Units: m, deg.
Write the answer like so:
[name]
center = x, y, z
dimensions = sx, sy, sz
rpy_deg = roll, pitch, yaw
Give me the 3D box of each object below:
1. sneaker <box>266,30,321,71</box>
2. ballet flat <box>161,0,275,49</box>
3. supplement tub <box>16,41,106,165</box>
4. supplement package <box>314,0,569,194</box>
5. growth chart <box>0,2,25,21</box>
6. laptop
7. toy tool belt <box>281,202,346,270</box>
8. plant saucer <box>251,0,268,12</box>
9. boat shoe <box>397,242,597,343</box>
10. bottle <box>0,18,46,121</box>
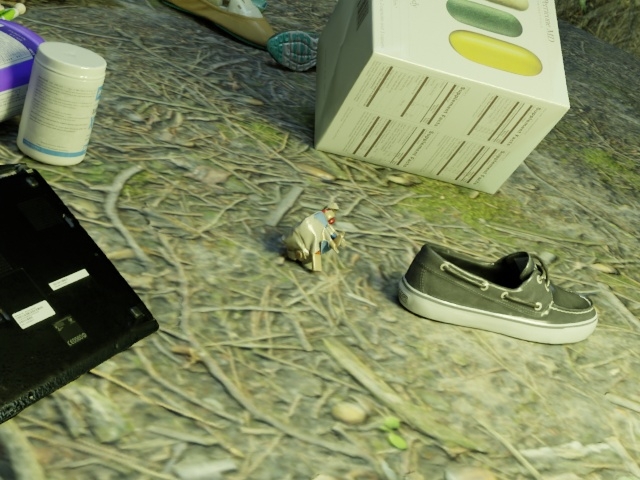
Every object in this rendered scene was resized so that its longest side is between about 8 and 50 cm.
[sneaker]
center = -0.037, -0.305, 1.678
dimensions = 0.076, 0.065, 0.166
rpy_deg = 17, 14, 37
[ballet flat]
center = -0.162, -0.385, 1.715
dimensions = 0.232, 0.073, 0.080
rpy_deg = 27, 24, 14
[supplement tub]
center = -0.258, -0.135, 1.044
dimensions = 0.071, 0.107, 0.071
rpy_deg = 17, 23, -8
[supplement package]
center = 0.149, -0.218, 1.360
dimensions = 0.262, 0.198, 0.199
rpy_deg = 13, 55, -17
[growth chart]
center = -0.508, -0.302, 1.314
dimensions = 0.237, 0.021, 0.172
rpy_deg = 18, 27, -7
[laptop]
center = -0.295, 0.032, 0.768
dimensions = 0.264, 0.136, 0.234
rpy_deg = 50, 29, 4
[toy tool belt]
center = 0.000, 0.000, 1.046
dimensions = 0.051, 0.052, 0.083
rpy_deg = 55, 32, 2
[plant saucer]
center = -0.191, -0.453, 1.912
dimensions = 0.192, 0.018, 0.067
rpy_deg = 17, 23, -4
[boat shoe]
center = 0.188, 0.045, 1.050
dimensions = 0.228, 0.076, 0.080
rpy_deg = 12, 25, -19
[bottle]
center = -0.369, -0.150, 1.005
dimensions = 0.118, 0.092, 0.283
rpy_deg = 23, 23, 8
